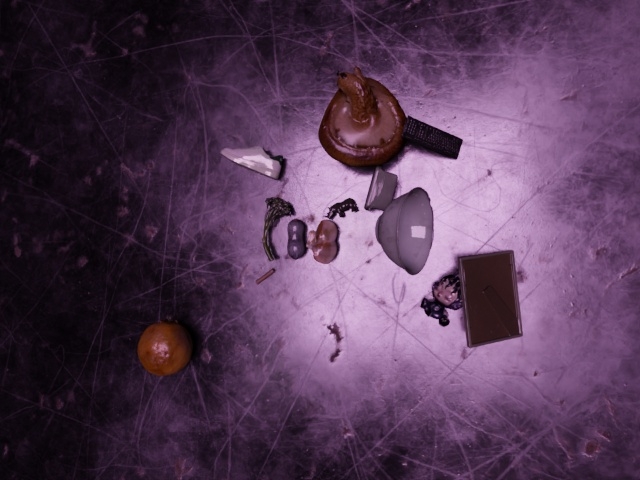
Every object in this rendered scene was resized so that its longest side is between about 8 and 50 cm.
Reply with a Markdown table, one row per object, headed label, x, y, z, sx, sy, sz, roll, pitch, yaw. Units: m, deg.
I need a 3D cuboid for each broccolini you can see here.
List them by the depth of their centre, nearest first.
| label | x | y | z | sx | sy | sz | roll | pitch | yaw |
| --- | --- | --- | --- | --- | --- | --- | --- | --- | --- |
| broccolini | -0.174 | -0.047 | 1.702 | 0.123 | 0.062 | 0.270 | 1 | 86 | 28 |

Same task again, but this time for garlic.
| label | x | y | z | sx | sy | sz | roll | pitch | yaw |
| --- | --- | --- | --- | --- | --- | --- | --- | --- | --- |
| garlic | 0.010 | 0.002 | 1.646 | 0.124 | 0.099 | 0.174 | 12 | 93 | -2 |

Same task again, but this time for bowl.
| label | x | y | z | sx | sy | sz | roll | pitch | yaw |
| --- | --- | --- | --- | --- | --- | --- | --- | --- | --- |
| bowl | 0.286 | -0.037 | 1.505 | 0.146 | 0.314 | 0.312 | 6 | 93 | 37 |

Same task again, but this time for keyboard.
| label | x | y | z | sx | sy | sz | roll | pitch | yaw |
| --- | --- | --- | --- | --- | --- | --- | --- | --- | --- |
| keyboard | 0.408 | -0.369 | 1.514 | 0.251 | 0.017 | 0.087 | 17 | 91 | -21 |

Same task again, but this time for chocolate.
| label | x | y | z | sx | sy | sz | roll | pitch | yaw |
| --- | --- | --- | --- | --- | --- | --- | --- | --- | --- |
| chocolate | -0.099 | -0.005 | 1.681 | 0.072 | 0.072 | 0.166 | 1 | 89 | 13 |

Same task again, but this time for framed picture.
| label | x | y | z | sx | sy | sz | roll | pitch | yaw |
| --- | --- | --- | --- | --- | --- | --- | --- | --- | --- |
| framed picture | 0.607 | 0.204 | 1.486 | 0.241 | 0.020 | 0.323 | -8 | 91 | -19 |

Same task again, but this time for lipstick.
| label | x | y | z | sx | sy | sz | roll | pitch | yaw |
| --- | --- | --- | --- | --- | --- | --- | --- | --- | --- |
| lipstick | -0.231 | 0.150 | 1.741 | 0.094 | 0.019 | 0.019 | -37 | 83 | 11 |

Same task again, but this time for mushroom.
| label | x | y | z | sx | sy | sz | roll | pitch | yaw |
| --- | --- | --- | --- | --- | --- | --- | --- | --- | --- |
| mushroom | 0.147 | -0.431 | 1.512 | 0.346 | 0.259 | 0.344 | 0 | 82 | 3 |

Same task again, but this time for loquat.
| label | x | y | z | sx | sy | sz | roll | pitch | yaw |
| --- | --- | --- | --- | --- | --- | --- | --- | --- | --- |
| loquat | -0.654 | 0.454 | 1.759 | 0.239 | 0.193 | 0.237 | -2 | 85 | 20 |

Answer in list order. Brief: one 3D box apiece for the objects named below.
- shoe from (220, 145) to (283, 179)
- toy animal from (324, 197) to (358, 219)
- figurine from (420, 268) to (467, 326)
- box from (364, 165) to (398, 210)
| label | x | y | z | sx | sy | sz | roll | pitch | yaw |
| --- | --- | --- | --- | --- | --- | --- | --- | --- | --- |
| shoe | -0.274 | -0.343 | 1.709 | 0.265 | 0.095 | 0.110 | 25 | 91 | 6 |
| toy animal | 0.077 | -0.122 | 1.650 | 0.136 | 0.047 | 0.064 | -24 | 81 | 14 |
| figurine | 0.485 | 0.202 | 1.524 | 0.145 | 0.145 | 0.222 | 37 | 105 | 10 |
| box | 0.230 | -0.188 | 1.579 | 0.093 | 0.124 | 0.171 | 15 | 96 | 2 |
